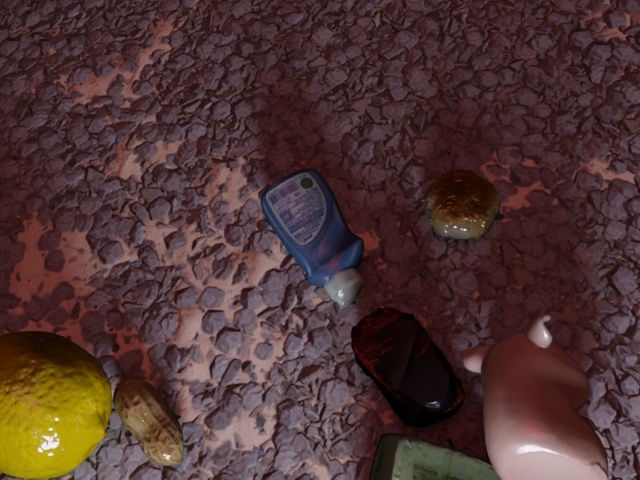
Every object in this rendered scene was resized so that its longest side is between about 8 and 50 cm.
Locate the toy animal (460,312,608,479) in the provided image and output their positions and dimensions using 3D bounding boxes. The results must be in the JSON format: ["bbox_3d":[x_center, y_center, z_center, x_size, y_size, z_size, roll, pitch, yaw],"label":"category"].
[{"bbox_3d":[0.365,0.281,1.219,0.213,0.195,0.256,30,42,-24],"label":"toy animal"}]

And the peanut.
[{"bbox_3d":[-0.314,0.329,1.364,0.083,0.093,0.194,-33,62,-22],"label":"peanut"}]

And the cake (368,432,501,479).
[{"bbox_3d":[0.210,0.417,1.198,0.284,0.172,0.158,11,70,12],"label":"cake"}]

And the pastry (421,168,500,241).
[{"bbox_3d":[0.276,-0.071,1.458,0.153,0.081,0.153,-6,62,11],"label":"pastry"}]

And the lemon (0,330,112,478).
[{"bbox_3d":[-0.517,0.287,1.330,0.310,0.253,0.253,24,71,19],"label":"lemon"}]

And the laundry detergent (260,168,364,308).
[{"bbox_3d":[0.000,0.000,1.471,0.143,0.094,0.290,-26,67,-10],"label":"laundry detergent"}]

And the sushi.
[{"bbox_3d":[0.155,0.227,1.322,0.136,0.126,0.225,-39,60,-8],"label":"sushi"}]
